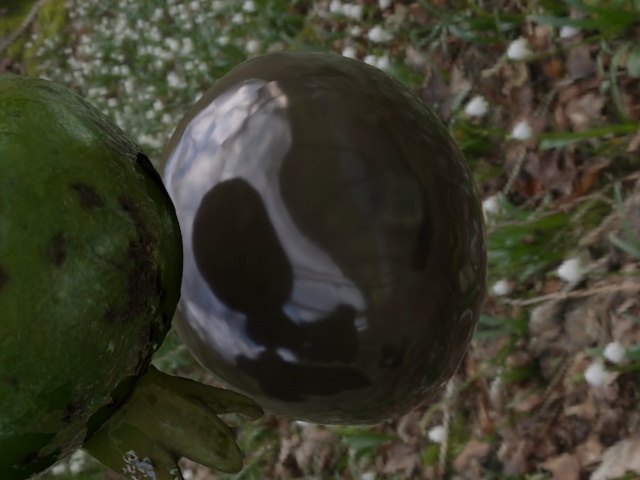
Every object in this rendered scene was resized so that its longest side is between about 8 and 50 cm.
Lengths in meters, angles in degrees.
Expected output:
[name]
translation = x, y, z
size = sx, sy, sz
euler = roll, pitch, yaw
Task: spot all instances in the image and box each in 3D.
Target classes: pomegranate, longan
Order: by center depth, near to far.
[pomegranate]
translation = -0.147, 0.040, 0.510
size = 0.263, 0.211, 0.211
euler = 48, -178, -19
[longan]
translation = 0.000, 0.000, 0.667
size = 0.248, 0.248, 0.248
euler = 166, 90, -82
